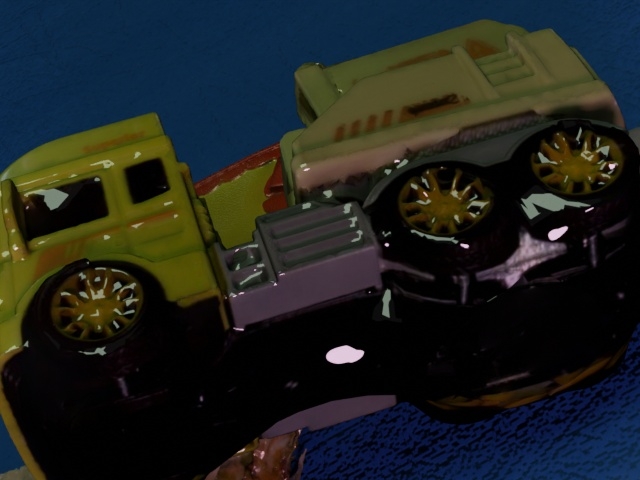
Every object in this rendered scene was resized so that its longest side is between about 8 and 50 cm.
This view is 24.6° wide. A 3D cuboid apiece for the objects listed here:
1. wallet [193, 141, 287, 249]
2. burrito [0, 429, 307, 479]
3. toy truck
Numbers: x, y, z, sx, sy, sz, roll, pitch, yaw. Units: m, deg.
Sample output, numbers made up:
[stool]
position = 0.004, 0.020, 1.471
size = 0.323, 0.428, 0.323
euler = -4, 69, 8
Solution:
[wallet]
position = -0.054, -0.012, 1.099
size = 0.241, 0.067, 0.141
euler = -23, 42, 19
[burrito]
position = -0.160, 0.205, 0.959
size = 0.347, 0.107, 0.175
euler = -22, 43, 16
[toy truck]
position = 0.000, 0.000, 0.885
size = 0.405, 0.181, 0.254
euler = -17, 47, -6
